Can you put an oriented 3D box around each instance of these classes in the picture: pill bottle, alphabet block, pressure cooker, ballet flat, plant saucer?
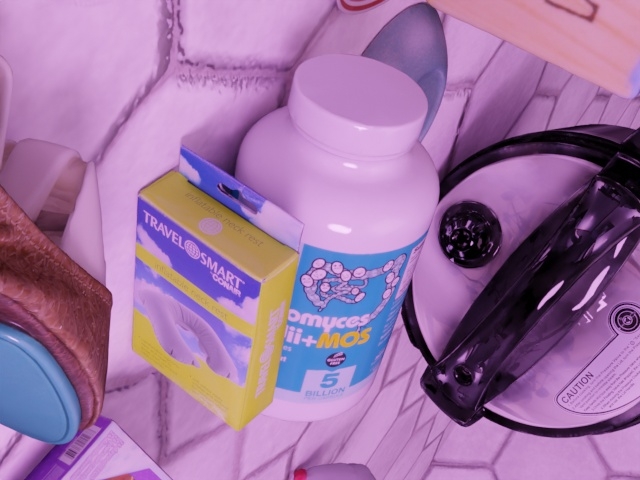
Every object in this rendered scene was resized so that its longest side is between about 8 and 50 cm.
[{"bbox_3d":[0.000,0.000,0.701,0.146,0.146,0.264,-37,151,-45],"label":"pill bottle"},{"bbox_3d":[0.232,-0.262,0.786,0.192,0.197,0.193,-39,153,-50],"label":"alphabet block"},{"bbox_3d":[0.300,0.045,1.170,0.420,0.375,0.370,-15,103,-62],"label":"pressure cooker"},{"bbox_3d":[-0.157,-0.014,0.402,0.342,0.116,0.124,70,35,-61],"label":"ballet flat"},{"bbox_3d":[0.070,-0.116,0.858,0.195,0.037,0.195,-48,159,-26],"label":"plant saucer"}]

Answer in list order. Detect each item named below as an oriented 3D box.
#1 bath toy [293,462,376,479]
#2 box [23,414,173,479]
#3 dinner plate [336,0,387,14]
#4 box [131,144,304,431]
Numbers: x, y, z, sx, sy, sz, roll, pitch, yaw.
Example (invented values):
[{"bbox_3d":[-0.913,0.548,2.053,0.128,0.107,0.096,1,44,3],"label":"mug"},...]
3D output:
[{"bbox_3d":[-0.043,0.455,1.309,0.129,0.151,0.348,26,98,-27],"label":"bath toy"},{"bbox_3d":[-0.186,0.295,0.650,0.293,0.057,0.201,-49,114,-24],"label":"box"},{"bbox_3d":[0.062,-0.218,0.676,0.141,0.017,0.141,-37,168,-9],"label":"dinner plate"},{"bbox_3d":[-0.073,0.037,0.634,0.042,0.109,0.178,-39,152,-40],"label":"box"}]
